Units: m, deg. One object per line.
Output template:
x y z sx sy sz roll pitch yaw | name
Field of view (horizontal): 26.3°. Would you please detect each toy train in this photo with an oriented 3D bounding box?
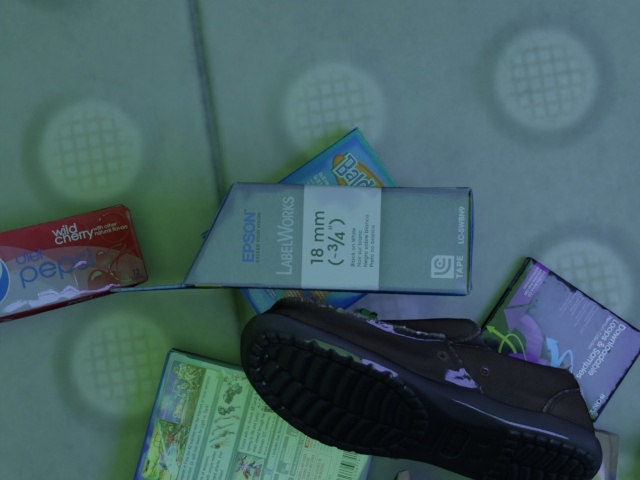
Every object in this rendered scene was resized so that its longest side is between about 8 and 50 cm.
0.035 0.112 1.519 0.023 0.017 0.083 31 88 11 | toy train

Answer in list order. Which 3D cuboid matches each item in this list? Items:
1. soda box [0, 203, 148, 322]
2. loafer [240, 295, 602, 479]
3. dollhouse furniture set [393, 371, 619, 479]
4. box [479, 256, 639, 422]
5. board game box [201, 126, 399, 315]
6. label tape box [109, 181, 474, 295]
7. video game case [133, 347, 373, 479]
-0.324 0.036 1.447 0.263 0.083 0.092 -15 87 -22 | soda box
0.096 0.138 1.328 0.366 0.134 0.130 22 43 -10 | loafer
0.223 0.378 1.418 0.362 0.256 0.394 14 56 0 | dollhouse furniture set
0.266 0.110 1.513 0.162 0.029 0.116 33 88 0 | box
0.000 0.000 1.508 0.210 0.047 0.160 -34 87 0 | board game box
-0.025 0.001 1.363 0.333 0.240 0.106 1 88 1 | label tape box
-0.081 0.277 1.490 0.244 0.061 0.270 15 87 -1 | video game case
